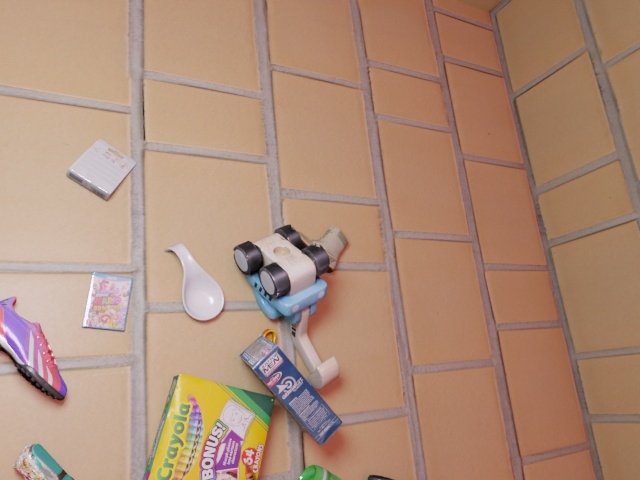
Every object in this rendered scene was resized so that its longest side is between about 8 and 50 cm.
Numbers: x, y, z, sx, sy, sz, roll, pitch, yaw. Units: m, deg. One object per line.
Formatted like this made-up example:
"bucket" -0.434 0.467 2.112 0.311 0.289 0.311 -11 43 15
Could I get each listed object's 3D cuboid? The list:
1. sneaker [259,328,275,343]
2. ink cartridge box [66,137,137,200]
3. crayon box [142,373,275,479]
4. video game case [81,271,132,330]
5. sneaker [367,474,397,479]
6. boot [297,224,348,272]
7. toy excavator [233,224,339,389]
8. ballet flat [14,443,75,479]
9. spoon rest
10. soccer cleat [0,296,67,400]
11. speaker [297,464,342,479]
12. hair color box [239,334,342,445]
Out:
"sneaker" -0.183 0.383 1.690 0.064 0.067 0.174 9 71 -29
"ink cartridge box" -0.705 -0.233 1.633 0.145 0.045 0.179 34 42 -15
"crayon box" -0.332 0.616 1.502 0.313 0.106 0.362 22 64 -22
"video game case" -0.644 0.186 1.528 0.119 0.015 0.166 12 68 -26
"sneaker" 0.271 0.923 1.742 0.282 0.106 0.162 27 65 -20
"boot" 0.000 0.000 1.919 0.213 0.077 0.165 41 59 -17
"toy excavator" -0.087 0.232 1.722 0.222 0.444 0.433 -26 46 -32
"ballet flat" -0.701 0.636 1.315 0.077 0.091 0.241 -40 91 -3
"spoon rest" -0.413 0.130 1.637 0.137 0.084 0.276 -29 88 -33
"soccer cleat" -0.780 0.293 1.364 0.318 0.109 0.116 49 53 -4
"speaker" 0.061 0.858 1.631 0.296 0.131 0.131 42 58 -11
"hair color box" -0.095 0.472 1.605 0.105 0.174 0.347 -42 106 -18
